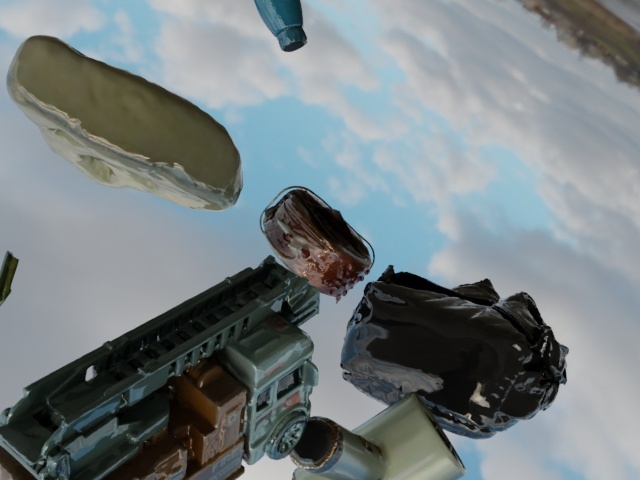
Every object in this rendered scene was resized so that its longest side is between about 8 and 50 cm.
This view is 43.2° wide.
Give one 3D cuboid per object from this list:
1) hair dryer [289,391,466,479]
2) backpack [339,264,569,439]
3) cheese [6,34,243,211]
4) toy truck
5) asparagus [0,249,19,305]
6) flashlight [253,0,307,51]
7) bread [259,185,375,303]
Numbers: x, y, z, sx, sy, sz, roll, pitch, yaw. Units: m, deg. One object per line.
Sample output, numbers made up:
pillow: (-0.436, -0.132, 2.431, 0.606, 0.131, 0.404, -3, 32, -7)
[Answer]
hair dryer: (0.041, 0.260, 0.959, 0.128, 0.203, 0.362, 58, -176, 28)
backpack: (0.259, 0.188, 1.407, 0.363, 0.255, 0.446, 19, -179, 29)
cheese: (-0.258, -0.134, 1.169, 0.328, 0.129, 0.351, 27, 169, 0)
toy truck: (-0.121, 0.139, 0.716, 0.133, 0.184, 0.338, 32, -140, 28)
asparagus: (-0.488, 0.064, 1.247, 0.025, 0.021, 0.108, 52, -142, -51)
flashlight: (-0.046, -0.235, 0.733, 0.051, 0.051, 0.129, -11, -100, -58)
bread: (0.000, 0.000, 1.467, 0.224, 0.142, 0.212, 40, -166, -13)
